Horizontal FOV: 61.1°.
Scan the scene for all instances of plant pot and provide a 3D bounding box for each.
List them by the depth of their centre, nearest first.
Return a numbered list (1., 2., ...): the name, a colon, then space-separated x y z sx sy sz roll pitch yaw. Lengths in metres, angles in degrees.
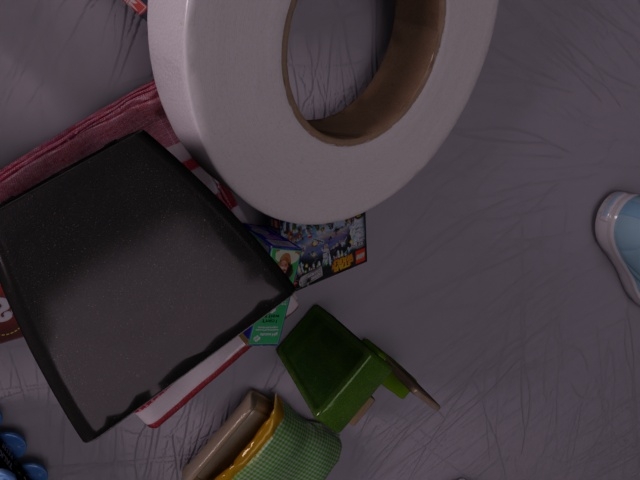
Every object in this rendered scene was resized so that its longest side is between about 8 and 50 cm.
1. plant pot: -0.166 0.012 0.454 0.188 0.188 0.166 -35 110 -18

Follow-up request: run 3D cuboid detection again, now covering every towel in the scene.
1. towel: -0.178 0.031 0.576 0.237 0.037 0.328 -39 123 -16

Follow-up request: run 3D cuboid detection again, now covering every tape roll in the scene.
1. tape roll: 0.027 -0.201 0.525 0.392 0.072 0.391 -25 132 -30

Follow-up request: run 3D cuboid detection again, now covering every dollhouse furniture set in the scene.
1. dollhouse furniture set: -0.008 0.269 0.701 0.301 0.151 0.198 -50 121 -2

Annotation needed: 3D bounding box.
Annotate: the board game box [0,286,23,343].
1. board game box: -0.342 0.038 0.531 0.282 0.027 0.144 -16 116 -20

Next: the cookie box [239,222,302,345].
1. cookie box: -0.067 0.045 0.576 0.040 0.092 0.107 6 103 -33

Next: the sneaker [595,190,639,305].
1. sneaker: 0.610 0.056 0.922 0.366 0.150 0.135 32 93 -31

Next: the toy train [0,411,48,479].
1. toy train: -0.369 0.250 0.569 0.105 0.080 0.184 -21 119 -7

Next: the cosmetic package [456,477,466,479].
1. cosmetic package: 0.185 0.562 0.910 0.224 0.138 0.224 -11 111 -22

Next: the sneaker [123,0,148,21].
1. sneaker: -0.182 -0.255 0.440 0.351 0.131 0.147 -6 106 -24

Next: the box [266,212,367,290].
1. box: 0.000 0.000 0.658 0.137 0.027 0.093 -20 116 -37
